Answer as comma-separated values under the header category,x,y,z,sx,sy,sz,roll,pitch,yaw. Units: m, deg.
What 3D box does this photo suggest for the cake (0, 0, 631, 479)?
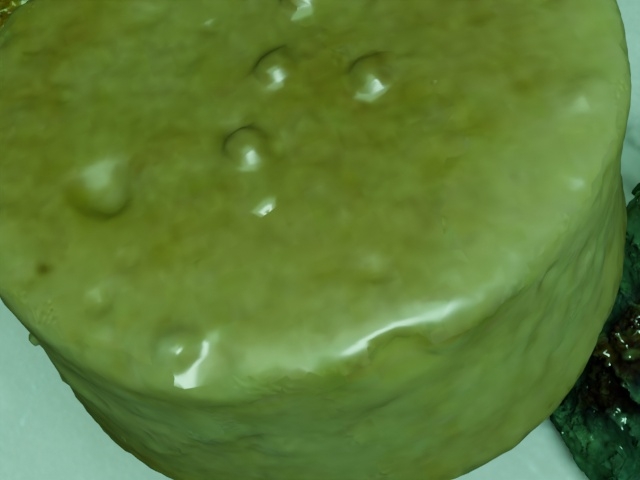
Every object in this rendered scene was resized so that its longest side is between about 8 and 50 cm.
category,x,y,z,sx,sy,sz,roll,pitch,yaw
cake,0.008,0.002,0.615,0.332,0.321,0.332,-6,58,10

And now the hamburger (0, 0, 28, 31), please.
category,x,y,z,sx,sy,sz,roll,pitch,yaw
hamburger,-0.202,-0.157,0.830,0.275,0.179,0.294,3,68,18

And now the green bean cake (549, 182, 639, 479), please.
category,x,y,z,sx,sy,sz,roll,pitch,yaw
green bean cake,0.204,0.032,0.602,0.193,0.208,0.107,-27,59,2
